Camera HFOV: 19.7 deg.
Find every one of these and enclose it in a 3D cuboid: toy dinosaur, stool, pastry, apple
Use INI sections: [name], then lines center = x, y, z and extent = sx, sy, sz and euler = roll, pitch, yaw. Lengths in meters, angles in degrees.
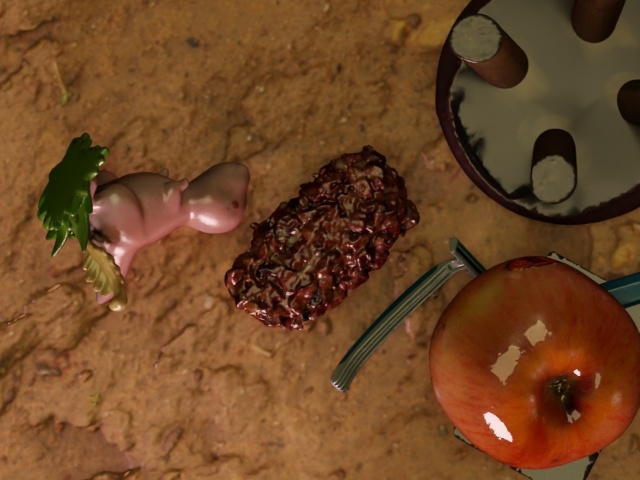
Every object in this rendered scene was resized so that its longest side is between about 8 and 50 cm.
[toy dinosaur]
center = -0.183, -0.024, 1.839
extent = 0.177, 0.152, 0.194
euler = 32, 82, -24
[stool]
center = 0.248, -0.153, 1.773
extent = 0.272, 0.178, 0.272
euler = 0, 88, 2
[pastry]
center = 0.001, 0.001, 1.820
extent = 0.115, 0.097, 0.208
euler = 44, 89, 11
[apple]
center = 0.205, 0.117, 1.745
extent = 0.209, 0.164, 0.209
euler = -2, 109, -7

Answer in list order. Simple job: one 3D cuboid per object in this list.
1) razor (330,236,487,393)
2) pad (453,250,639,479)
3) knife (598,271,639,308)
[razor]
center = 0.080, 0.077, 1.842
extent = 0.191, 0.037, 0.068
euler = -43, 127, 4
[pad]
center = 0.241, 0.135, 1.844
extent = 0.143, 0.003, 0.211
euler = 29, 89, 5
[knife]
center = 0.246, 0.072, 1.833
extent = 0.296, 0.026, 0.044
euler = -17, 98, 0
